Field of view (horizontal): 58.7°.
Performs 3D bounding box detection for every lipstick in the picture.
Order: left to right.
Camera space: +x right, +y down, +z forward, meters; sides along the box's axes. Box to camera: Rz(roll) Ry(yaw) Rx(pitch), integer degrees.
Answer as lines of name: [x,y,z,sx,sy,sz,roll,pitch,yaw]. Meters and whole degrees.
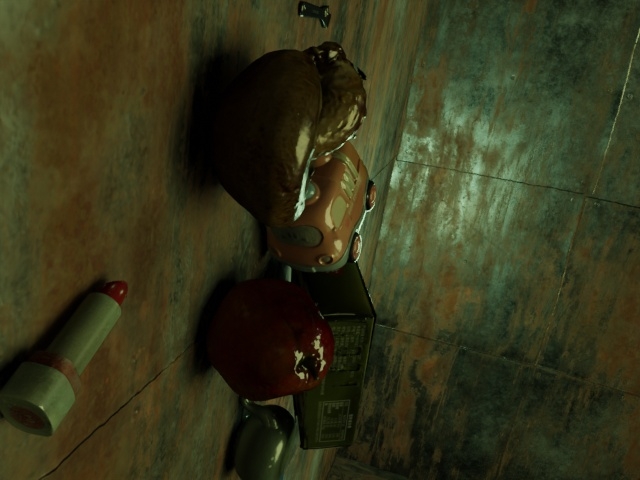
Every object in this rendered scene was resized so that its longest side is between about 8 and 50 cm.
lipstick: [-0.254,0.105,0.595,0.186,0.057,0.063,-70,168,-49]

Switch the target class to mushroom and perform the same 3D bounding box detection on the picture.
mushroom: [-0.054,-0.170,0.847,0.283,0.195,0.263,-55,170,-17]

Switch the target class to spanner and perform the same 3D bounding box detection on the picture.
spanner: [-0.009,-0.463,1.162,0.208,0.012,0.046,-46,149,-67]

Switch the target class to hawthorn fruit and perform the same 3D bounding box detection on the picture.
hawthorn fruit: [-0.074,0.183,1.007,0.224,0.260,0.224,-12,107,-42]

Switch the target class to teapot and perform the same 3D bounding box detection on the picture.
teapot: [-0.140,0.493,1.376,0.193,0.129,0.294,-60,162,-53]

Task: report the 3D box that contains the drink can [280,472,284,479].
drink can: [-0.137,0.579,1.553,0.097,0.097,0.235,-49,151,-65]

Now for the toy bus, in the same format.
toy bus: [-0.007,-0.091,1.189,0.232,0.194,0.288,70,35,-56]

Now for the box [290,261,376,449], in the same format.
box: [0.004,0.218,1.366,0.373,0.138,0.420,-103,-164,-56]
